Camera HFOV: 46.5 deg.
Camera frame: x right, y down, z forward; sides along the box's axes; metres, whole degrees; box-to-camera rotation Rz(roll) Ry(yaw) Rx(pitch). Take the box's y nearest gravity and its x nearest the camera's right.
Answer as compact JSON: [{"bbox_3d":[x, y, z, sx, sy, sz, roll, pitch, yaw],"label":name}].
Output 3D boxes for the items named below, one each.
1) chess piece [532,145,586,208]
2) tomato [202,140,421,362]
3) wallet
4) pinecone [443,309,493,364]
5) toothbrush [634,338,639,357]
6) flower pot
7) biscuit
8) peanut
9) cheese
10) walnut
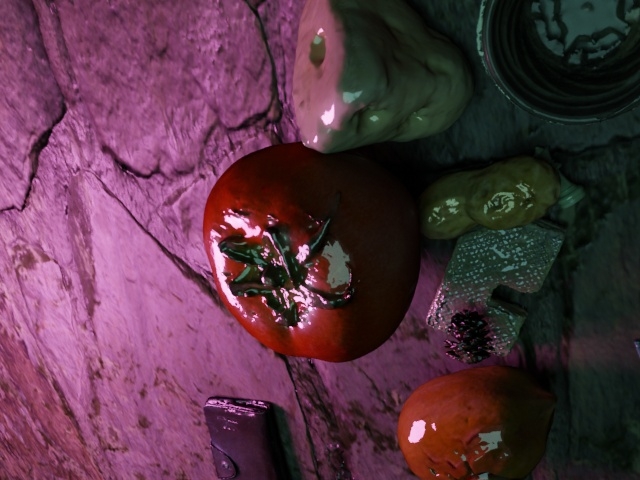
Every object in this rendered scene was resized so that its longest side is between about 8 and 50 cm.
[{"bbox_3d":[0.328,-0.092,1.035,0.042,0.042,0.093,-33,94,35],"label":"chess piece"},{"bbox_3d":[0.000,0.000,1.088,0.341,0.273,0.341,20,125,30],"label":"tomato"},{"bbox_3d":[-0.149,0.471,1.568,0.172,0.045,0.318,1,115,24],"label":"wallet"},{"bbox_3d":[0.228,0.148,1.139,0.077,0.077,0.083,7,89,22],"label":"pinecone"},{"bbox_3d":[0.507,0.222,1.134,0.011,0.014,0.167,-13,110,40],"label":"toothbrush"},{"bbox_3d":[0.313,-0.265,0.884,0.235,0.140,0.235,11,122,19],"label":"flower pot"},{"bbox_3d":[0.265,0.062,1.143,0.147,0.046,0.250,25,124,12],"label":"biscuit"},{"bbox_3d":[0.229,-0.058,1.050,0.229,0.103,0.098,-13,87,46],"label":"peanut"},{"bbox_3d":[0.071,-0.246,1.015,0.173,0.251,0.248,-49,53,49],"label":"cheese"},{"bbox_3d":[0.253,0.302,1.190,0.203,0.203,0.298,49,133,-5],"label":"walnut"}]
